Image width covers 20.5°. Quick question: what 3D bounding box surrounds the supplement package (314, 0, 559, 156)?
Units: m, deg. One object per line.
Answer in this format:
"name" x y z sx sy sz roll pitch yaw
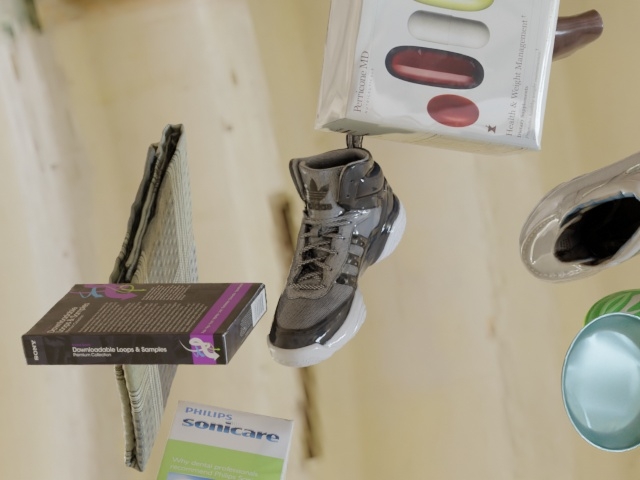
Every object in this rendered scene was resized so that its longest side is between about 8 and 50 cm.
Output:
"supplement package" 0.117 -0.195 1.788 0.203 0.194 0.149 7 178 -12

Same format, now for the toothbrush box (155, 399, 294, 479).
"toothbrush box" -0.109 0.320 1.632 0.122 0.206 0.283 9 -145 0

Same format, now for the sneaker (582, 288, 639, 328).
"sneaker" 0.467 0.086 2.186 0.295 0.109 0.123 -7 154 -6

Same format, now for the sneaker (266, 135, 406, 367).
"sneaker" 0.000 0.000 1.876 0.101 0.153 0.268 4 -136 28

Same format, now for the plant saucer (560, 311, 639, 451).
"plant saucer" 0.249 0.121 1.518 0.119 0.119 0.021 -19 -173 -27

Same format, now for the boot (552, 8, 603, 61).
"boot" 0.201 -0.201 2.105 0.207 0.090 0.248 -11 169 -22

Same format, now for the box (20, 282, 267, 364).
"box" -0.134 0.064 1.363 0.162 0.029 0.116 1 -161 14

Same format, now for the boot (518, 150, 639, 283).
"boot" 0.240 -0.012 1.611 0.123 0.095 0.258 -29 174 -39

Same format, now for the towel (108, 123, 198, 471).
"towel" -0.206 0.064 2.123 0.056 0.324 0.312 7 -134 7
